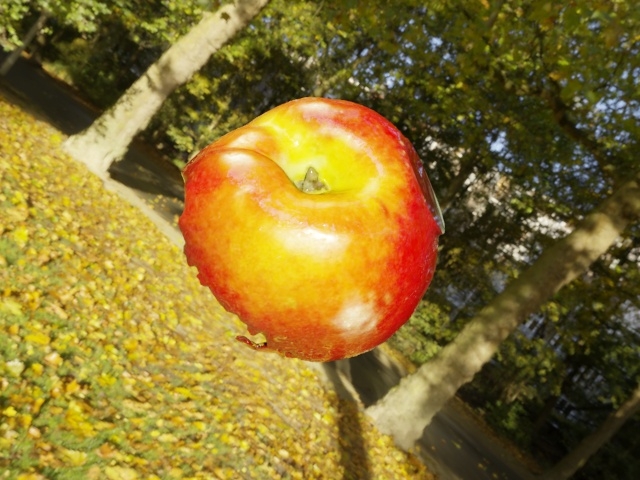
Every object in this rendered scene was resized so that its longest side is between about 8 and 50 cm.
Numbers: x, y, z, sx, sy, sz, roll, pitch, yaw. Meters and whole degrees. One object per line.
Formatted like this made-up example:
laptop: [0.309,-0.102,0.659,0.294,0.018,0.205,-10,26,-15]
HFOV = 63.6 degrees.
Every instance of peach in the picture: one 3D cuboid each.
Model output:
peach: [0.010,-0.012,0.720,0.406,0.310,0.335,53,20,-53]
